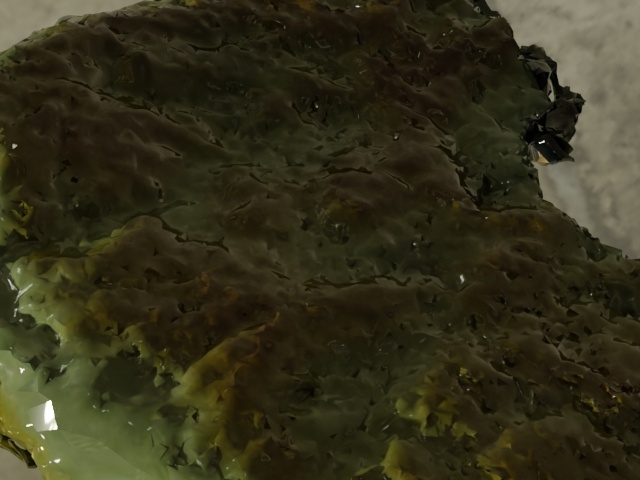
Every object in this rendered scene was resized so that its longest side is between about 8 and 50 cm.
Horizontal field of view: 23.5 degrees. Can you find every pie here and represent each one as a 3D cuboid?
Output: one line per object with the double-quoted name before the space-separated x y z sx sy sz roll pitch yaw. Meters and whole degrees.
"pie" 0.000 0.000 0.595 0.297 0.371 0.078 2 133 -15
